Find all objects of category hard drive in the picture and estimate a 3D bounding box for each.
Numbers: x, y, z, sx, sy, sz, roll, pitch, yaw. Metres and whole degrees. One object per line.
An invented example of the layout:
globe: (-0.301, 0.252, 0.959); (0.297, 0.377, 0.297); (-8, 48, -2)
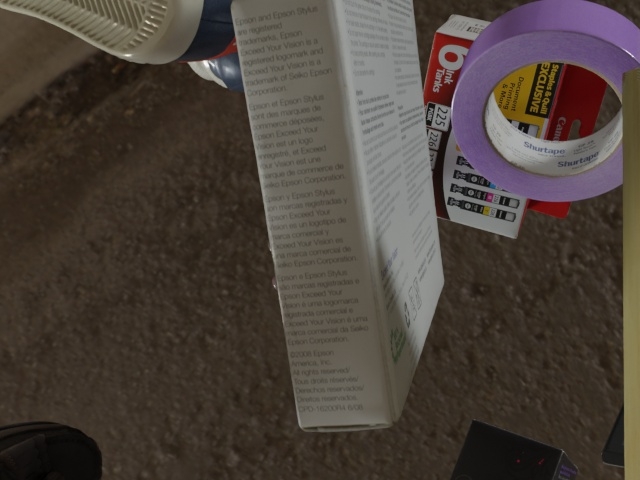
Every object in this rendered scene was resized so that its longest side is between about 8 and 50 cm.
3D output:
hard drive: (0.412, 0.228, 1.092); (0.094, 0.022, 0.135); (2, 33, 36)

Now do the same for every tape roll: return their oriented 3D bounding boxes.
tape roll: (0.322, -0.186, 1.219); (0.275, 0.274, 0.090); (-12, 35, 29)

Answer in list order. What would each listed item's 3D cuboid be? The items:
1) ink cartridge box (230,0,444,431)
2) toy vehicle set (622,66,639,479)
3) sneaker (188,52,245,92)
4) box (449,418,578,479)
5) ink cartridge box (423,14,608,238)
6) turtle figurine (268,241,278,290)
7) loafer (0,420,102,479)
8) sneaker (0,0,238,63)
ink cartridge box: (0.025, -0.084, 0.612); (0.072, 0.324, 0.329); (-7, 99, 14)
toy vehicle set: (0.231, 0.049, 0.465); (0.035, 0.166, 0.266); (-8, 81, 63)
sneaker: (-0.038, -0.281, 1.095); (0.236, 0.130, 0.322); (15, 39, 17)
box: (0.294, 0.459, 1.468); (0.165, 0.143, 0.270); (14, 71, 32)
ink cartridge box: (0.299, -0.177, 1.444); (0.272, 0.309, 0.130); (16, 30, 14)
turtle figurine: (0.000, 0.000, 1.515); (0.234, 0.118, 0.175); (-32, 38, 45)
loafer: (-0.242, 0.199, 0.565); (0.095, 0.303, 0.109); (-7, 96, 33)
sneaker: (-0.191, -0.243, 0.779); (0.350, 0.148, 0.131); (37, 117, 29)
